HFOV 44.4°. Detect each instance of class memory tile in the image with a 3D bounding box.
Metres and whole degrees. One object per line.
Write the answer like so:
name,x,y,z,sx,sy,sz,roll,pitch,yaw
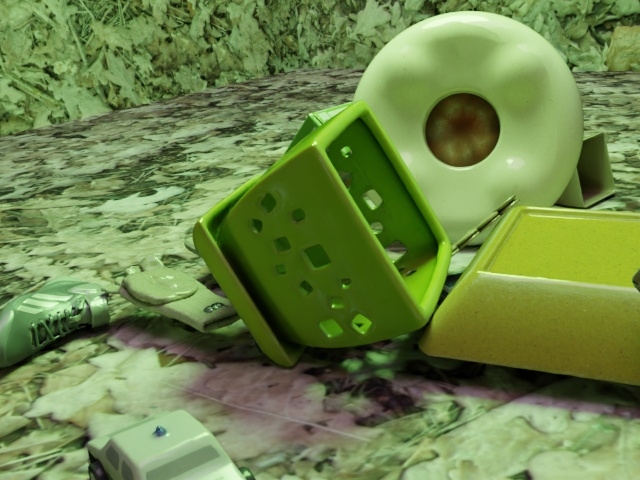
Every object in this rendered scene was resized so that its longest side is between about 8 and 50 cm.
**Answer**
memory tile,0.197,-0.004,1.051,0.148,0.012,0.113,-38,-6,-14

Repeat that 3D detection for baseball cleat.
baseball cleat,-0.329,0.095,0.982,0.109,0.072,0.206,5,24,8

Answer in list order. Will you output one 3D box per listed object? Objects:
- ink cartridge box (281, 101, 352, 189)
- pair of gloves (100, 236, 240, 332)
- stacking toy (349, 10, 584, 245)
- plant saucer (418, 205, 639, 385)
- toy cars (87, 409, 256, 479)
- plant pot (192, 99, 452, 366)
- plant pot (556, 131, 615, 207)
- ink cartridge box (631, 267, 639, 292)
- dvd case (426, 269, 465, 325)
ink cartridge box,0.043,-0.153,1.407,0.097,0.189,0.255,48,40,13
pair of gloves,-0.143,0.056,1.049,0.204,0.042,0.240,20,25,30
stacking toy,0.262,-0.175,1.367,0.350,0.351,0.480,0,3,15
plant saucer,0.311,0.039,0.871,0.332,0.081,0.333,6,22,24
toy cars,-0.137,0.215,0.551,0.176,0.087,0.394,-3,19,6
plant pot,0.000,0.000,0.909,0.207,0.227,0.228,-27,11,24
plant pot,0.431,-0.118,1.359,0.109,0.109,0.096,-21,11,-39
ink cartridge box,0.416,0.071,0.656,0.193,0.088,0.235,-15,56,-29
dvd case,0.238,0.071,0.961,0.238,0.030,0.179,-11,20,-19
